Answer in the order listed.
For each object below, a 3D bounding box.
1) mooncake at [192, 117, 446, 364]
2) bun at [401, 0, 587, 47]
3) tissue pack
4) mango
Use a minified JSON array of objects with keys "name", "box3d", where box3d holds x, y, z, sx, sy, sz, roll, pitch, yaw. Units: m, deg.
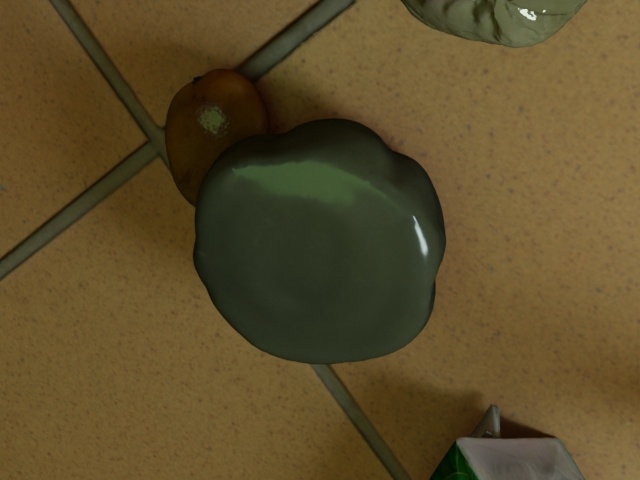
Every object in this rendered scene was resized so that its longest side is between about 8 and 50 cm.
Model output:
[{"name":"mooncake","box3d":[0.000,0.000,1.135,0.275,0.135,0.275,4,119,7]},{"name":"bun","box3d":[0.157,-0.275,0.969,0.237,0.116,0.210,-36,94,35]},{"name":"tissue pack","box3d":[0.172,0.303,1.215,0.209,0.148,0.156,-64,38,33]},{"name":"mango","box3d":[-0.118,-0.111,1.201,0.115,0.089,0.165,30,126,1]}]
